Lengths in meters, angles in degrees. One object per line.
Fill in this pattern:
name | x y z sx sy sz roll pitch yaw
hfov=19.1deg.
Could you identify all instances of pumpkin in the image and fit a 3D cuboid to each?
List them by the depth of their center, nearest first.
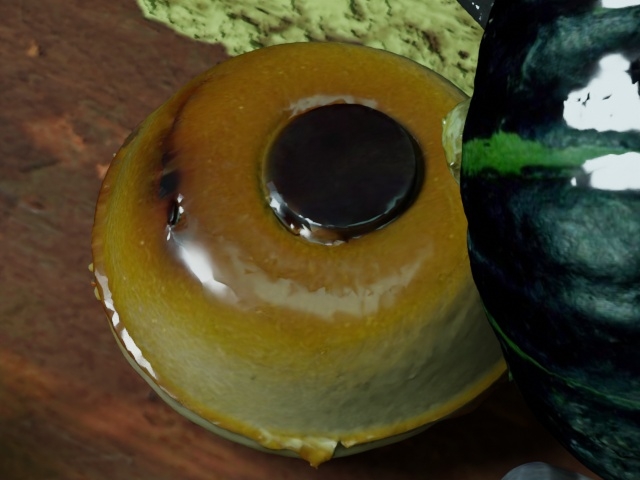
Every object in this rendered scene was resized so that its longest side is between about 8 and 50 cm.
pumpkin | 0.170 -0.030 0.812 0.238 0.315 0.315 4 52 22

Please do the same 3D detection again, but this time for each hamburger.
hamburger | -0.001 0.004 0.940 0.237 0.147 0.237 2 58 -3

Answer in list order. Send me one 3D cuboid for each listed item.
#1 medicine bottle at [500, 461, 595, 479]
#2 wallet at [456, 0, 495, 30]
medicine bottle | 0.182 0.217 0.833 0.273 0.165 0.165 21 56 2
wallet | 0.132 -0.164 1.150 0.124 0.025 0.244 -27 68 -26
